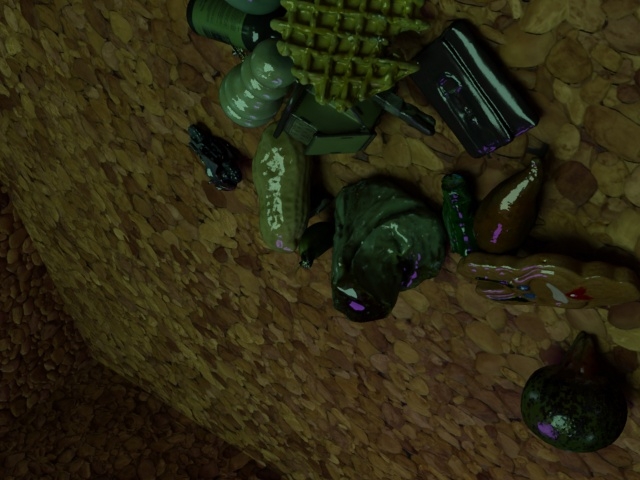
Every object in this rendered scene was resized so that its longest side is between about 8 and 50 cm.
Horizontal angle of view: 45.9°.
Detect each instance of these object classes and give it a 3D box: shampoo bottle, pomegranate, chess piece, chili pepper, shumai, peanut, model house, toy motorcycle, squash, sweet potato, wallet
[{"bbox_3d":[-0.145,-0.441,1.553,0.284,0.101,0.101,24,141,29],"label":"shampoo bottle"},{"bbox_3d":[0.533,0.313,1.572,0.214,0.214,0.247,16,100,37],"label":"pomegranate"},{"bbox_3d":[-0.112,-0.319,1.492,0.133,0.133,0.243,50,159,-6],"label":"chess piece"},{"bbox_3d":[0.288,-0.041,1.544,0.098,0.061,0.224,42,160,49],"label":"chili pepper"},{"bbox_3d":[0.091,0.038,1.659,0.304,0.263,0.309,30,146,22],"label":"shumai"},{"bbox_3d":[-0.089,-0.125,1.756,0.148,0.148,0.318,17,116,37],"label":"peanut"},{"bbox_3d":[0.074,-0.244,1.476,0.279,0.204,0.218,29,165,-6],"label":"model house"},{"bbox_3d":[-0.274,-0.210,1.973,0.213,0.082,0.122,46,150,20],"label":"toy motorcycle"},{"bbox_3d":[0.000,-0.002,1.776,0.071,0.318,0.080,-2,99,10],"label":"squash"},{"bbox_3d":[0.349,-0.039,1.439,0.112,0.112,0.359,35,148,16],"label":"sweet potato"},{"bbox_3d":[0.263,-0.263,1.347,0.229,0.049,0.182,51,150,-6],"label":"wallet"}]

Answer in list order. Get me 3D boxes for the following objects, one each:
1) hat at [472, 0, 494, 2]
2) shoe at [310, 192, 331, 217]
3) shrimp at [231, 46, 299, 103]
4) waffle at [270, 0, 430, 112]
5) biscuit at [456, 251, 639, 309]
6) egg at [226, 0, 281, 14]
[{"bbox_3d":[0.272,-0.416,1.113,0.233,0.233,0.244,22,161,-11],"label":"hat"},{"bbox_3d":[-0.050,-0.107,1.845,0.169,0.071,0.099,-3,117,50],"label":"shoe"},{"bbox_3d":[-0.113,-0.379,1.634,0.217,0.051,0.115,43,141,5],"label":"shrimp"},{"bbox_3d":[0.055,-0.370,1.317,0.250,0.261,0.056,57,-171,-3],"label":"waffle"},{"bbox_3d":[0.435,0.084,1.451,0.334,0.047,0.202,0,153,33],"label":"biscuit"},{"bbox_3d":[-0.141,-0.528,1.393,0.168,0.168,0.230,3,130,46],"label":"egg"}]
